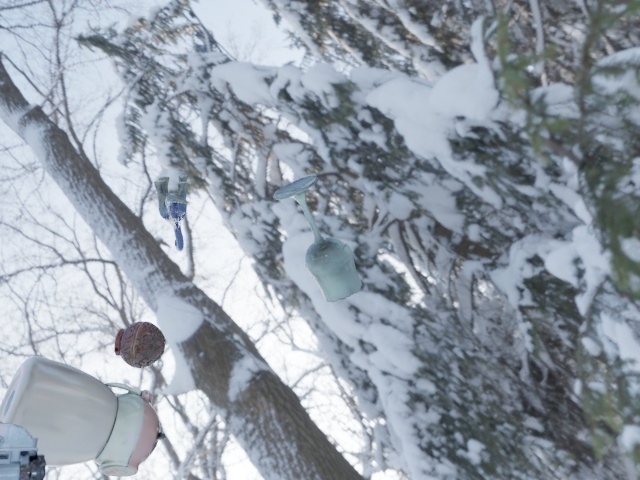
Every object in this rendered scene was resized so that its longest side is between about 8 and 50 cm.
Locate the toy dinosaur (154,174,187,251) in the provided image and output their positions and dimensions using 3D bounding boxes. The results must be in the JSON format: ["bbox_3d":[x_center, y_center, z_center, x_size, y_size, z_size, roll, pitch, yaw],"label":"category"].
[{"bbox_3d":[-0.304,-0.040,1.236,0.075,0.248,0.188,-8,-75,-17],"label":"toy dinosaur"}]

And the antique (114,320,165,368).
[{"bbox_3d":[-0.375,0.219,1.224,0.104,0.104,0.104,-26,-45,-30],"label":"antique"}]

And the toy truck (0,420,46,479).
[{"bbox_3d":[-0.264,0.195,0.457,0.076,0.077,0.111,14,-108,-36],"label":"toy truck"}]

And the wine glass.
[{"bbox_3d":[0.000,0.000,0.924,0.079,0.079,0.195,-33,-69,-24],"label":"wine glass"}]

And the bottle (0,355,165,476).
[{"bbox_3d":[-0.355,0.278,0.888,0.237,0.147,0.147,26,-81,-28],"label":"bottle"}]
